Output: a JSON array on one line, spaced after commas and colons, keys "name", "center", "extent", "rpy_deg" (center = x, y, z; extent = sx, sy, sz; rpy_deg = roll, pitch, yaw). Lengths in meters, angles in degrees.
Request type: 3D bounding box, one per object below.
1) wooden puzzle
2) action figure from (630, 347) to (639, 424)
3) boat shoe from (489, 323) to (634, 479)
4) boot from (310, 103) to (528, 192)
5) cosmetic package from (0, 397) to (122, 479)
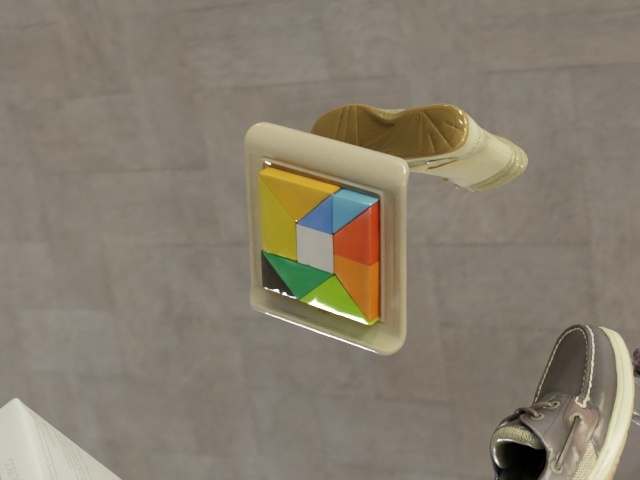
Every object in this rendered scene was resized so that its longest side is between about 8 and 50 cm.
[{"name": "wooden puzzle", "center": [0.000, 0.000, 1.671], "extent": [0.221, 0.044, 0.238], "rpy_deg": [17, 119, 31]}, {"name": "action figure", "center": [0.507, 0.165, 1.963], "extent": [0.185, 0.099, 0.285], "rpy_deg": [17, 81, 33]}, {"name": "boat shoe", "center": [0.188, 0.180, 1.211], "extent": [0.092, 0.285, 0.103], "rpy_deg": [29, 147, -14]}, {"name": "boot", "center": [0.136, -0.126, 2.026], "extent": [0.262, 0.203, 0.095], "rpy_deg": [-3, 77, 35]}, {"name": "cosmetic package", "center": [-0.225, 0.360, 1.481], "extent": [0.156, 0.217, 0.385], "rpy_deg": [-37, 128, 4]}]
